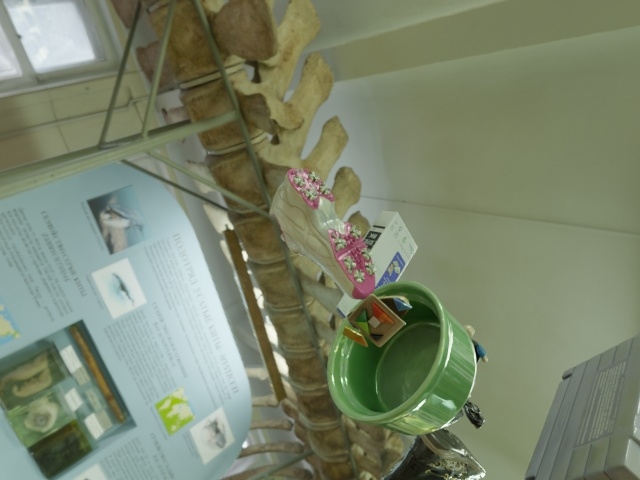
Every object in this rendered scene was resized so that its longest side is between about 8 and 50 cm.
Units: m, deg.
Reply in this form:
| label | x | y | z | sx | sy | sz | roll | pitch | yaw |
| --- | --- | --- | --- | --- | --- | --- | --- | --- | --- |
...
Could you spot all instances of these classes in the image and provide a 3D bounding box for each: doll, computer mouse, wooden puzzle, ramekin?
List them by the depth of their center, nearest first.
| label | x | y | z | sx | sy | sz | roll | pitch | yaw |
| --- | --- | --- | --- | --- | --- | --- | --- | --- | --- |
| wooden puzzle | 0.087 | 0.130 | 0.682 | 0.078 | 0.014 | 0.116 | 34 | -62 | 8 |
| ramekin | 0.172 | 0.251 | 0.903 | 0.148 | 0.303 | 0.303 | 37 | -22 | -28 |
| doll | 0.389 | 0.325 | 1.175 | 0.129 | 0.046 | 0.189 | 10 | -88 | 10 |
| computer mouse | 0.444 | 0.624 | 1.562 | 0.188 | 0.272 | 0.072 | 60 | -39 | 42 |

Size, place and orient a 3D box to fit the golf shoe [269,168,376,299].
| label | x | y | z | sx | sy | sz | roll | pitch | yaw |
| --- | --- | --- | --- | --- | --- | --- | --- | --- | --- |
| golf shoe | 0.000 | 0.000 | 0.890 | 0.140 | 0.115 | 0.306 | -43 | -110 | 35 |

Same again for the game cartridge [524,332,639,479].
| label | x | y | z | sx | sy | sz | roll | pitch | yaw |
| --- | --- | --- | --- | --- | --- | --- | --- | --- | --- |
| game cartridge | 0.504 | 0.319 | 0.773 | 0.068 | 0.355 | 0.230 | 47 | -43 | 10 |

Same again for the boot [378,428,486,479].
| label | x | y | z | sx | sy | sz | roll | pitch | yaw |
| --- | --- | --- | --- | --- | --- | --- | --- | --- | --- |
| boot | 0.329 | 0.724 | 1.303 | 0.377 | 0.284 | 0.138 | 42 | 1 | -41 |

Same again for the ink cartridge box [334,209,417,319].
| label | x | y | z | sx | sy | sz | roll | pitch | yaw |
| --- | --- | --- | --- | --- | --- | --- | --- | --- | --- |
| ink cartridge box | 0.145 | 0.091 | 1.196 | 0.065 | 0.333 | 0.165 | 12 | -32 | 45 |

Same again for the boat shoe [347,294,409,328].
| label | x | y | z | sx | sy | sz | roll | pitch | yaw |
| --- | --- | --- | --- | --- | --- | --- | --- | --- | --- |
| boat shoe | 0.106 | 0.121 | 0.772 | 0.135 | 0.045 | 0.050 | -24 | -80 | 42 |
